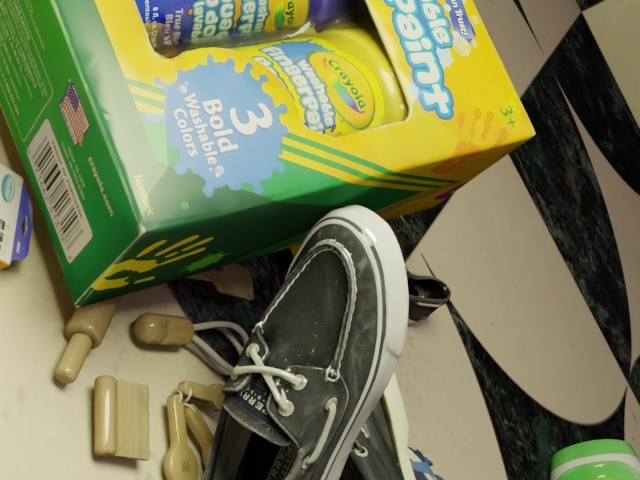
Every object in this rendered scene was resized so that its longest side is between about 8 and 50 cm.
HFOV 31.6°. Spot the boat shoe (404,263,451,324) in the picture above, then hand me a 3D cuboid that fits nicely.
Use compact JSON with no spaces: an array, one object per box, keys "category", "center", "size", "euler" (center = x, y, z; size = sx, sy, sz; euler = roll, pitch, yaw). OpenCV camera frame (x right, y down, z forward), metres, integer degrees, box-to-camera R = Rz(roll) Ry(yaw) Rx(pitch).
[{"category":"boat shoe","center":[0.075,0.031,1.280],"size":[0.206,0.065,0.075],"euler":[35,41,-43]}]

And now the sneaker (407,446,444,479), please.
[{"category":"sneaker","center":[0.099,0.248,1.171],"size":[0.144,0.053,0.059],"euler":[46,32,-35]}]

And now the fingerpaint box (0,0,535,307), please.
[{"category":"fingerpaint box","center":[-0.085,-0.217,0.912],"size":[0.371,0.163,0.445],"euler":[-15,77,-35]}]

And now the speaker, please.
[{"category":"speaker","center":[0.376,0.412,1.441],"size":[0.131,0.131,0.297],"euler":[32,43,-46]}]

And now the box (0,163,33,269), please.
[{"category":"box","center":[-0.261,-0.034,0.797],"size":[0.136,0.028,0.081],"euler":[40,37,-43]}]

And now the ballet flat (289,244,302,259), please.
[{"category":"ballet flat","center":[0.000,0.000,1.163],"size":[0.077,0.077,0.231],"euler":[-11,78,-61]}]

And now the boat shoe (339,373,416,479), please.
[{"category":"boat shoe","center":[0.034,0.250,1.006],"size":[0.113,0.127,0.340],"euler":[-12,86,-32]}]

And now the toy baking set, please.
[{"category":"toy baking set","center":[-0.127,0.087,0.936],"size":[0.197,0.030,0.256],"euler":[51,35,-35]}]

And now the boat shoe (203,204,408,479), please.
[{"category":"boat shoe","center":[-0.026,0.116,0.867],"size":[0.108,0.301,0.102],"euler":[34,26,30]}]
